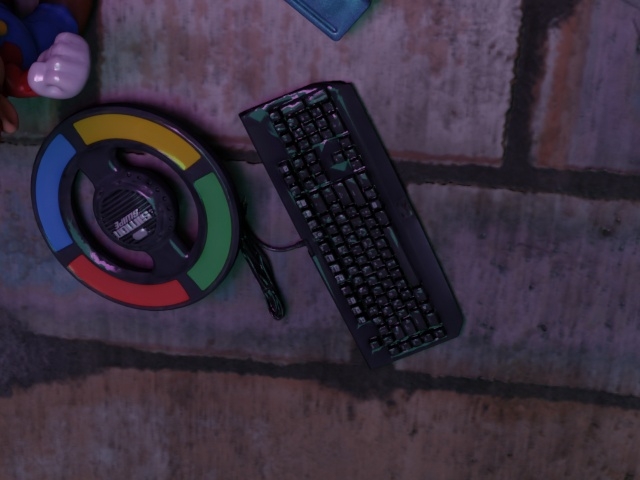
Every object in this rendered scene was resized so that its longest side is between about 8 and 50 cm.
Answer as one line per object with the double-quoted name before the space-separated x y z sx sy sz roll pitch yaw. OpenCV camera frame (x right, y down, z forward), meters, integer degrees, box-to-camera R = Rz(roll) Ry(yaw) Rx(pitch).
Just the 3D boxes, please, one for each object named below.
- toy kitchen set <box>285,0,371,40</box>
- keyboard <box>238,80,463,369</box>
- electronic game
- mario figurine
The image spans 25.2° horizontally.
"toy kitchen set" 0.029 -0.268 1.247 0.122 0.166 0.207 38 115 -12
"keyboard" 0.000 0.000 1.468 0.202 0.033 0.317 -20 112 17
"electronic game" -0.187 -0.031 1.448 0.229 0.048 0.229 8 118 15
"mario figurine" -0.298 -0.181 1.247 0.198 0.320 0.170 -29 111 20
